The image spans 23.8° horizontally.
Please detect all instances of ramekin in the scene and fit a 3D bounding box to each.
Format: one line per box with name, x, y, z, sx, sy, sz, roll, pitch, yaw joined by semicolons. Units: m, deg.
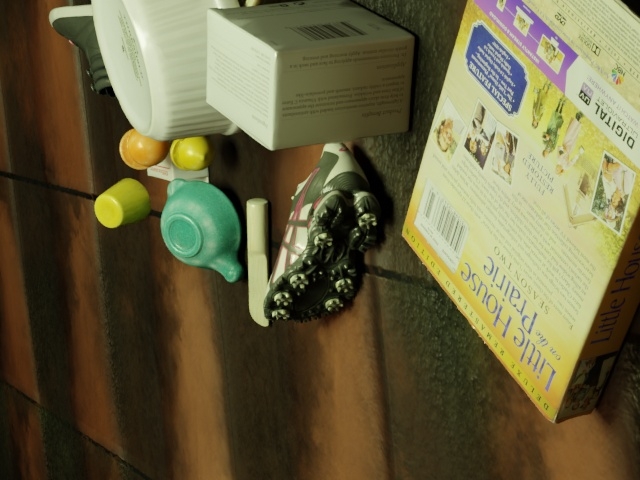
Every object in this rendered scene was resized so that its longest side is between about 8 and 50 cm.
ramekin;-0.192;-0.249;1.908;0.273;0.127;0.273;161;90;-72

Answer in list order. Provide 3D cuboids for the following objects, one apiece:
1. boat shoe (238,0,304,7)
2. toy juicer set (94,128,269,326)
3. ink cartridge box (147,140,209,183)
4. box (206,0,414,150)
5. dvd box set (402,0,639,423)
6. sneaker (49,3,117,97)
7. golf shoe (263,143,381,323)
boat shoe;-0.067;-0.285;1.891;0.098;0.109;0.302;63;154;27
toy juicer set;-0.162;-0.049;2.172;0.329;0.089;0.209;31;121;20
ink cartridge box;-0.218;-0.148;2.275;0.104;0.060;0.180;15;113;60
box;-0.015;-0.194;1.733;0.182;0.181;0.119;38;132;52
dvd box set;0.218;-0.077;1.457;0.307;0.062;0.420;54;143;40
sneaker;-0.357;-0.302;2.437;0.296;0.104;0.147;9;102;57
golf shoe;0.000;0.000;1.891;0.273;0.105;0.120;120;149;-44
